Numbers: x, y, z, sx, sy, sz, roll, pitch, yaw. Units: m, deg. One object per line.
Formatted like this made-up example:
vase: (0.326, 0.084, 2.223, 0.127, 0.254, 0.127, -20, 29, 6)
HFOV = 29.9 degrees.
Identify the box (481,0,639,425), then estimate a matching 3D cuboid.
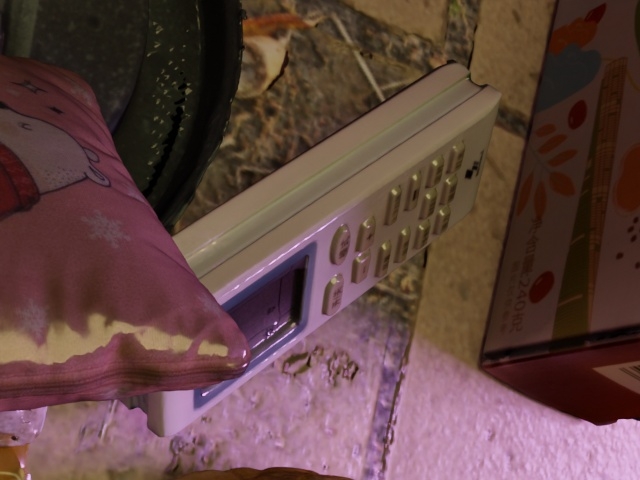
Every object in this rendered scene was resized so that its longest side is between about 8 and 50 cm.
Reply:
box: (0.287, -0.092, 0.764, 0.122, 0.344, 0.385, 25, 67, -24)

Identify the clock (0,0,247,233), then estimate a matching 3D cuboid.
clock: (-0.223, -0.130, 0.616, 0.386, 0.076, 0.386, 7, 76, -30)

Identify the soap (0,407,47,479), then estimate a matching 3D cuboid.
soap: (-0.267, 0.112, 0.492, 0.274, 0.089, 0.173, 6, 109, -31)

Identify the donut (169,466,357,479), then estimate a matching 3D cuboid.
donut: (-0.009, 0.226, 0.639, 0.261, 0.128, 0.208, 9, 74, -32)

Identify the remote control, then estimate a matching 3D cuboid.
remote control: (0.000, 0.000, 0.705, 0.055, 0.103, 0.277, 37, 53, 25)

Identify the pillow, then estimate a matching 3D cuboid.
pillow: (-0.169, -0.012, 0.484, 0.223, 0.084, 0.236, -5, 42, -31)
